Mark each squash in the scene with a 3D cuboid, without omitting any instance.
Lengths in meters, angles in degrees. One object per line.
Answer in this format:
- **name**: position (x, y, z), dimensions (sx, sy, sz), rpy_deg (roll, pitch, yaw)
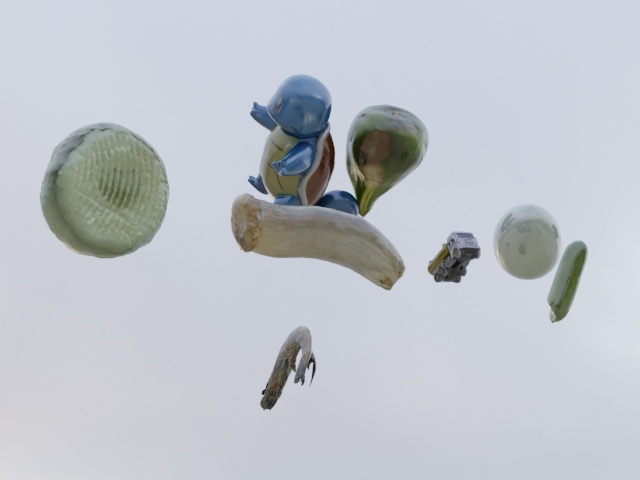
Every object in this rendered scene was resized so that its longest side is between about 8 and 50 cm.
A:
- **squash**: position (0.646, 0.107, 2.542), dimensions (0.069, 0.239, 0.069), rpy_deg (21, -17, 7)

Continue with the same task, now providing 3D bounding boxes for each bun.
- **bun**: position (-0.315, -0.071, 1.397), dimensions (0.195, 0.196, 0.118), rpy_deg (16, -11, -32)

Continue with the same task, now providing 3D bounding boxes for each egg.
- **egg**: position (0.453, 0.000, 2.118), dimensions (0.151, 0.151, 0.209), rpy_deg (-2, -35, 9)

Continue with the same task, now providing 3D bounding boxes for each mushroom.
- **mushroom**: position (0.000, 0.000, 1.739), dimensions (0.351, 0.123, 0.095), rpy_deg (16, -23, -25)

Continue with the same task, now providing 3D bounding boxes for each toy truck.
- **toy truck**: position (0.243, 0.032, 1.787), dimensions (0.052, 0.063, 0.123), rpy_deg (3, -39, -25)

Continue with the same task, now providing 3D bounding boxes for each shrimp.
- **shrimp**: position (-0.067, 0.297, 2.146), dimensions (0.046, 0.219, 0.152), rpy_deg (22, 10, -27)

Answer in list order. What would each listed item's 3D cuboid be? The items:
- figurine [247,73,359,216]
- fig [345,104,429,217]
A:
- **figurine**: position (-0.059, -0.167, 2.209), dimensions (0.242, 0.298, 0.416), rpy_deg (-14, -54, 3)
- **fig**: position (0.136, -0.182, 2.317), dimensions (0.206, 0.206, 0.275), rpy_deg (9, -61, -19)
